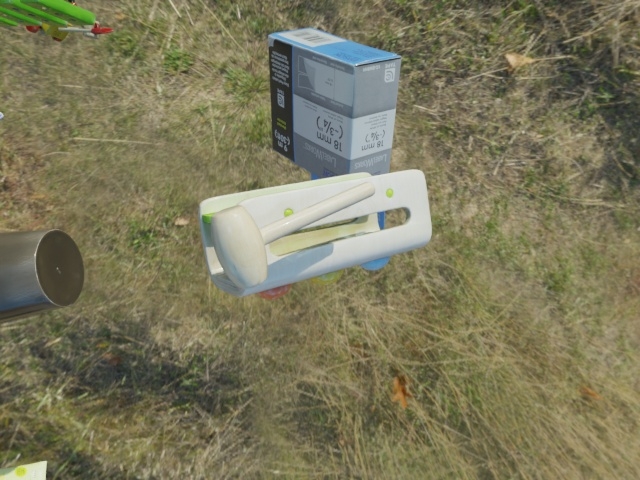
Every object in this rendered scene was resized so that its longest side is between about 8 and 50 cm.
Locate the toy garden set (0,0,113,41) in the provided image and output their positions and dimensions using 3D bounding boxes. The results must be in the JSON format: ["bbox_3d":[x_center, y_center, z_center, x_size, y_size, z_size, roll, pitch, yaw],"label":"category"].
[{"bbox_3d":[-0.494,-0.411,0.929,0.244,0.204,0.049,10,97,24],"label":"toy garden set"}]

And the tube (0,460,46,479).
[{"bbox_3d":[-0.724,0.529,1.116,0.240,0.062,0.070,11,87,-32],"label":"tube"}]

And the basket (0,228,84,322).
[{"bbox_3d":[-0.524,0.061,0.843,0.227,0.204,0.154,-8,122,8],"label":"basket"}]

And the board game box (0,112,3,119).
[{"bbox_3d":[-0.463,-0.179,0.412,0.347,0.233,0.078,48,56,-33],"label":"board game box"}]

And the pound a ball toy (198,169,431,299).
[{"bbox_3d":[0.000,0.000,0.623,0.319,0.208,0.135,-14,102,-30],"label":"pound a ball toy"}]

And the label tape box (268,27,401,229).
[{"bbox_3d":[0.015,-0.192,0.960,0.106,0.241,0.333,-23,131,-31],"label":"label tape box"}]
